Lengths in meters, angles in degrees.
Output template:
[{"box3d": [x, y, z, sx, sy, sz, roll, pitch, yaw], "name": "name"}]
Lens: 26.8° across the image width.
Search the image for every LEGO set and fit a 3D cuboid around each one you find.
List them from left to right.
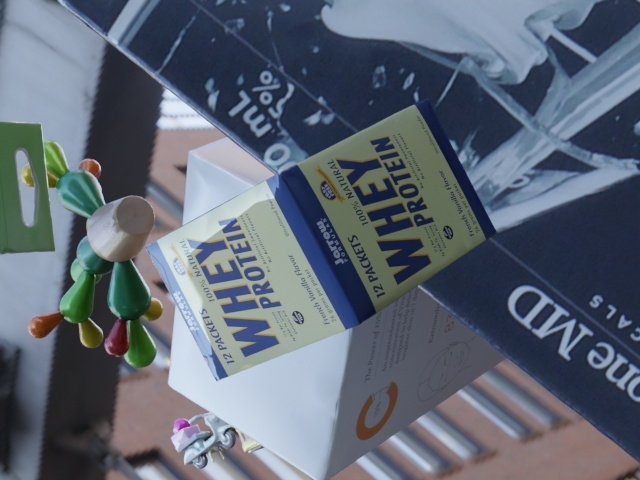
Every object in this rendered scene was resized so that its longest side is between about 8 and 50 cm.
[{"box3d": [-0.048, 0.175, 1.542, 0.132, 0.107, 0.287, -27, -11, 28], "name": "LEGO set"}]

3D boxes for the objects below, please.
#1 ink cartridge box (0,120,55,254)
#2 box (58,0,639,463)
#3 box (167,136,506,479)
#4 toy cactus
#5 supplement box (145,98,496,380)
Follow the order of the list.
[{"box3d": [-0.300, -0.037, 1.006, 0.209, 0.062, 0.109, -2, -97, -56], "name": "ink cartridge box"}, {"box3d": [0.202, -0.189, 0.762, 0.472, 0.480, 0.297, -52, 0, 19], "name": "box"}, {"box3d": [0.061, 0.005, 1.093, 0.345, 0.168, 0.215, -25, -47, -46], "name": "box"}, {"box3d": [-0.193, 0.003, 1.141, 0.112, 0.219, 0.180, -12, -11, -27], "name": "toy cactus"}, {"box3d": [0.000, 0.000, 0.480, 0.083, 0.056, 0.083, -30, 3, -44], "name": "supplement box"}]
